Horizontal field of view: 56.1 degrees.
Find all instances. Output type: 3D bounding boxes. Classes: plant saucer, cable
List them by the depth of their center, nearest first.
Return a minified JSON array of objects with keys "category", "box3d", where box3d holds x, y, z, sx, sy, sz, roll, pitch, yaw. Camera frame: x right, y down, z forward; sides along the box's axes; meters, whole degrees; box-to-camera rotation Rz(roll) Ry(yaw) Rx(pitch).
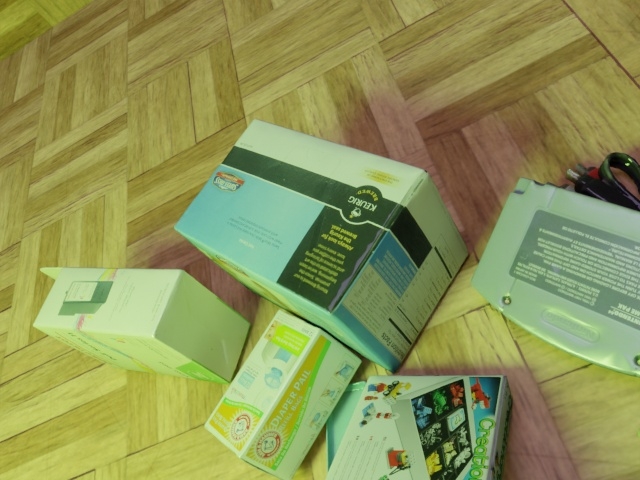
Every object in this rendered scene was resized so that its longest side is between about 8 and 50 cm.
[{"category":"cable","box3d":[0.432,-0.016,0.808,0.139,0.072,0.287,-32,59,-14]},{"category":"plant saucer","box3d":[0.041,0.295,0.837,0.067,0.018,0.192,-16,52,21]}]

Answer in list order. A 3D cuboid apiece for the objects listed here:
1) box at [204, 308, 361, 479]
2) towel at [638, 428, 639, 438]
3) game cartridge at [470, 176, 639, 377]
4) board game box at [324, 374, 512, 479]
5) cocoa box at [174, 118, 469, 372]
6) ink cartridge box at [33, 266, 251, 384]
[{"category":"box","box3d":[-0.054,0.222,0.869,0.114,0.103,0.203,16,68,53]},{"category":"towel","box3d":[0.536,0.151,0.521,0.320,0.090,0.374,42,90,23]},{"category":"game cartridge","box3d":[0.348,0.051,0.757,0.294,0.060,0.196,27,91,38]},{"category":"board game box","box3d":[0.106,0.274,0.695,0.193,0.053,0.305,-6,27,27]},{"category":"cocoa box","box3d":[0.000,0.000,0.914,0.347,0.231,0.228,24,75,39]},{"category":"ink cartridge box","box3d":[-0.327,0.142,1.028,0.353,0.207,0.119,-1,59,31]}]
